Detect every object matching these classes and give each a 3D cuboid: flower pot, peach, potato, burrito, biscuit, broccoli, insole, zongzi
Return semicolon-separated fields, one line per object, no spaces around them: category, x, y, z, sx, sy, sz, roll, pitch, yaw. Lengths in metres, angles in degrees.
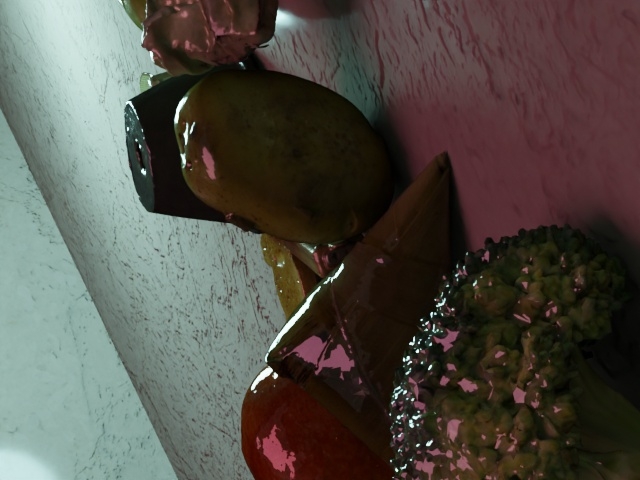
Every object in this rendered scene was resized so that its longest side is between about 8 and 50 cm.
flower pot;-0.170;-0.127;1.736;0.269;0.166;0.269;169;90;-70
peach;0.032;0.242;1.533;0.257;0.232;0.232;68;161;-3
potato;-0.039;-0.088;1.373;0.197;0.228;0.148;65;144;33
burrito;-0.118;-0.332;1.390;0.107;0.175;0.348;42;-145;-56
biscuit;-0.041;0.023;1.769;0.166;0.036;0.225;139;115;-68
broccoli;0.160;0.146;1.041;0.260;0.235;0.288;51;150;41
insole;-0.276;-0.247;2.198;0.253;0.005;0.086;17;126;67
zongzi;0.127;0.100;1.320;0.274;0.145;0.300;43;119;3

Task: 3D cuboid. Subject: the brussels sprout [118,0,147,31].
brussels sprout;-0.172;-0.332;1.573;0.223;0.161;0.223;58;167;22

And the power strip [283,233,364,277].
power strip;0.000;0.000;1.536;0.305;0.064;0.044;-143;33;-77

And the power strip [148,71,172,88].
power strip;-0.227;-0.200;2.002;0.028;0.076;0.169;58;158;34
